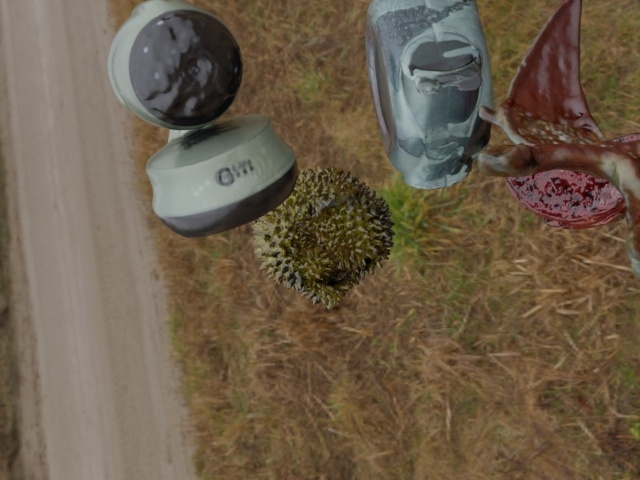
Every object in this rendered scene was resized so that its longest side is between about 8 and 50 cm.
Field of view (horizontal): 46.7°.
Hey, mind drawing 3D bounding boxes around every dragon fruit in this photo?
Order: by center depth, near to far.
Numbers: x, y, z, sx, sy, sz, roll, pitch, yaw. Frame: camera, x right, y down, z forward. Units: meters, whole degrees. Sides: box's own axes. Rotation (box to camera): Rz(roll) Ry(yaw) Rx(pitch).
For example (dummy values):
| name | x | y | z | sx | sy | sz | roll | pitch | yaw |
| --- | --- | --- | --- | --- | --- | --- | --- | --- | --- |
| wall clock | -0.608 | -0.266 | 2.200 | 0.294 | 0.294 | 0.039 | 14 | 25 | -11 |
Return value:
| name | x | y | z | sx | sy | sz | roll | pitch | yaw |
| --- | --- | --- | --- | --- | --- | --- | --- | --- | --- |
| dragon fruit | 0.553 | -0.092 | 1.467 | 0.317 | 0.205 | 0.152 | -18 | 74 | 32 |

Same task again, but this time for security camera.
| name | x | y | z | sx | sy | sz | roll | pitch | yaw |
| --- | --- | --- | --- | --- | --- | --- | --- | --- | --- |
| security camera | -0.156 | -0.163 | 0.921 | 0.191 | 0.197 | 0.277 | 34 | 148 | 63 |

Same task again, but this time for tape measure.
| name | x | y | z | sx | sy | sz | roll | pitch | yaw |
| --- | --- | --- | --- | --- | --- | --- | --- | --- | --- |
| tape measure | 0.150 | -0.213 | 1.011 | 0.256 | 0.147 | 0.275 | 82 | 179 | -54 |

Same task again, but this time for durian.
| name | x | y | z | sx | sy | sz | roll | pitch | yaw |
| --- | --- | --- | --- | --- | --- | --- | --- | --- | --- |
| durian | 0.005 | -0.010 | 1.363 | 0.258 | 0.293 | 0.258 | -25 | 47 | 30 |

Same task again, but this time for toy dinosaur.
| name | x | y | z | sx | sy | sz | roll | pitch | yaw |
| --- | --- | --- | --- | --- | --- | --- | --- | --- | --- |
| toy dinosaur | 0.186 | -0.071 | 0.399 | 0.206 | 0.327 | 0.113 | 14 | 115 | 14 |
